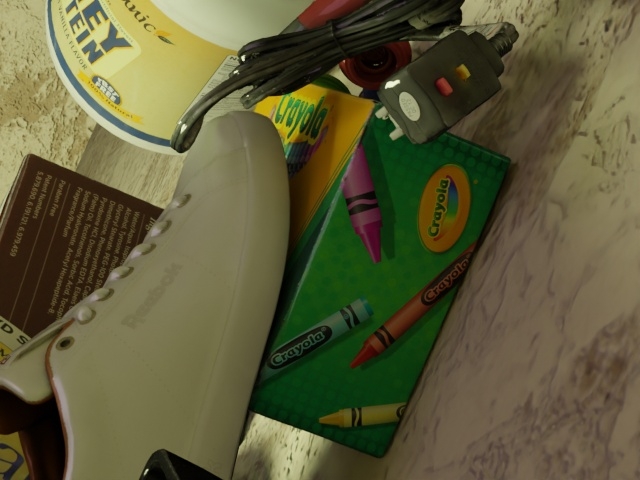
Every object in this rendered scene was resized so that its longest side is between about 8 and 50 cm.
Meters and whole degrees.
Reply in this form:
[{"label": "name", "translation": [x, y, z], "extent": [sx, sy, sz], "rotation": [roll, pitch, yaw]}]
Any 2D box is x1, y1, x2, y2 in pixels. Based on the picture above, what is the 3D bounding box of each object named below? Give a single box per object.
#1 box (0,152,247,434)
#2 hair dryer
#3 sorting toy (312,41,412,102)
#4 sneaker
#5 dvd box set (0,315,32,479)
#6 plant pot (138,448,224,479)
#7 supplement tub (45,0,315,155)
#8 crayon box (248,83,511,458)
[{"label": "box", "translation": [-0.164, 0.077, 1.111], "extent": [0.168, 0.203, 0.167], "rotation": [-52, 21, 47]}, {"label": "hair dryer", "translation": [0.056, -0.155, 0.768], "extent": [0.223, 0.080, 0.293], "rotation": [5, 43, 50]}, {"label": "sorting toy", "translation": [0.019, -0.108, 1.028], "extent": [0.102, 0.061, 0.042], "rotation": [-35, 26, 20]}, {"label": "sneaker", "translation": [-0.093, 0.043, 0.756], "extent": [0.106, 0.123, 0.290], "rotation": [130, 156, -55]}, {"label": "dvd box set", "translation": [-0.203, 0.168, 0.694], "extent": [0.062, 0.307, 0.420], "rotation": [-51, 2, 25]}, {"label": "plant pot", "translation": [0.006, 0.185, 0.405], "extent": [0.188, 0.167, 0.187], "rotation": [-68, 15, -1]}, {"label": "supplement tub", "translation": [-0.077, -0.222, 1.209], "extent": [0.316, 0.228, 0.228], "rotation": [-40, 30, 61]}, {"label": "crayon box", "translation": [0.000, 0.000, 0.880], "extent": [0.165, 0.081, 0.278], "rotation": [-67, 15, 3]}]
